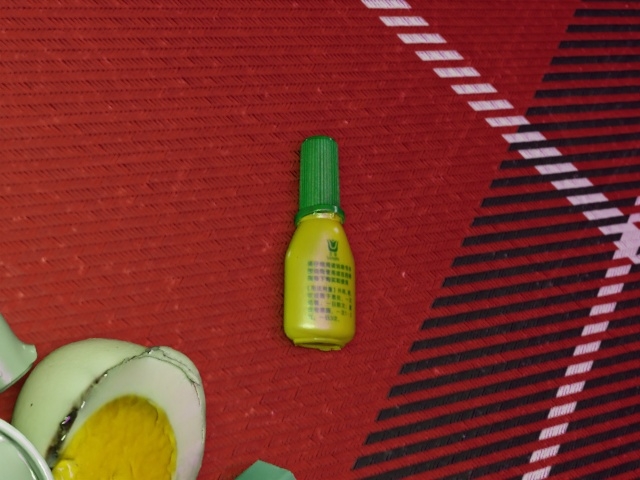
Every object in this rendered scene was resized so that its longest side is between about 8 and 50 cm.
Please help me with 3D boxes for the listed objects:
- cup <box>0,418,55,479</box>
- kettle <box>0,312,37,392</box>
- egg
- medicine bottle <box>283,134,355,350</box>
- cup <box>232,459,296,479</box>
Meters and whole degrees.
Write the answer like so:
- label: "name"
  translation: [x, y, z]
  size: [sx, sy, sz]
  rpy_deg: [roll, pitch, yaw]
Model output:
- label: "cup"
  translation: [-0.471, 0.301, 1.269]
  size: [0.357, 0.274, 0.259]
  rpy_deg: [14, 71, -26]
- label: "kettle"
  translation: [-0.421, 0.119, 1.462]
  size: [0.127, 0.098, 0.148]
  rpy_deg: [-43, 106, -40]
- label: "egg"
  translation: [-0.275, 0.251, 1.489]
  size: [0.264, 0.174, 0.286]
  rpy_deg: [2, 97, -54]
- label: "medicine bottle"
  translation: [0.000, 0.000, 1.790]
  size: [0.111, 0.076, 0.309]
  rpy_deg: [11, 73, -34]
- label: "cup"
  translation: [-0.115, 0.393, 1.581]
  size: [0.236, 0.134, 0.148]
  rpy_deg: [-37, 132, -41]
